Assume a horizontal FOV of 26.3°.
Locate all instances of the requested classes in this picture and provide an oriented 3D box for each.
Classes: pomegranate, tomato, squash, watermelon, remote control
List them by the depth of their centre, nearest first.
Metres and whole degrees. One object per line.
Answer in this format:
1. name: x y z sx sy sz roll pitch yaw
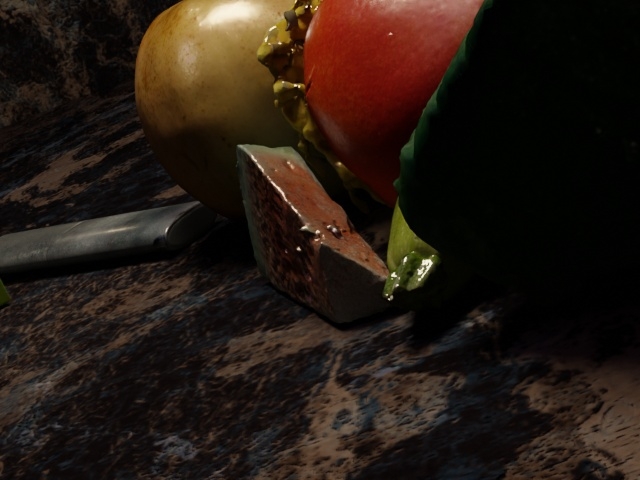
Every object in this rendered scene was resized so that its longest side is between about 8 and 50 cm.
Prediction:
1. squash: 0.090 0.023 1.136 0.105 0.105 0.132 -9 38 38
2. tomato: 0.140 -0.163 1.249 0.298 0.298 0.226 -33 -8 -33
3. watermelon: 0.000 0.000 1.254 0.094 0.154 0.241 -25 31 -10
4. pomegranate: -0.063 -0.176 1.519 0.319 0.319 0.319 -20 16 6
5. remote control: -0.299 0.002 1.752 0.377 0.044 0.107 -9 16 38

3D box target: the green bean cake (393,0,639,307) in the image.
1. green bean cake: 0.237 -0.083 0.986 0.169 0.300 0.308 -59 -3 -44

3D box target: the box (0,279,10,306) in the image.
1. box: -0.517 0.027 1.708 0.148 0.177 0.195 -32 19 -29

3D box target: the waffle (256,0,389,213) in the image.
1. waffle: 0.068 -0.165 1.382 0.262 0.280 0.060 -55 9 -29
